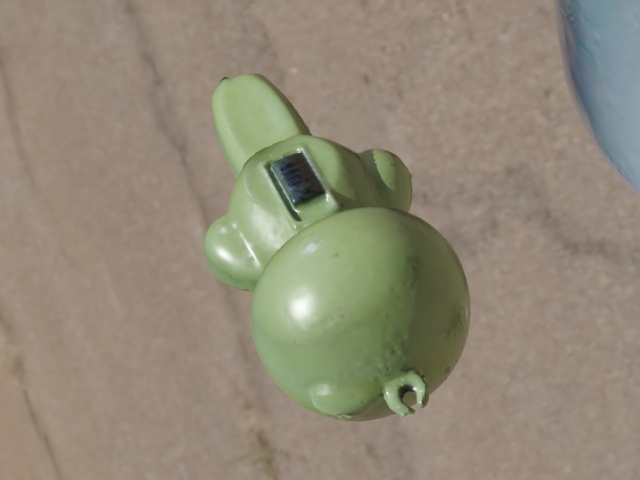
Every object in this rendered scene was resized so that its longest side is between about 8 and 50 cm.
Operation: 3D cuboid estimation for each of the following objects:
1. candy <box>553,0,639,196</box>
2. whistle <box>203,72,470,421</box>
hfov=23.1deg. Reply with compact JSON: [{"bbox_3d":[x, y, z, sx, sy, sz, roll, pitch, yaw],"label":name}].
[{"bbox_3d":[0.152,-0.116,0.765,0.138,0.071,0.174,-104,0,-55],"label":"candy"},{"bbox_3d":[0.003,0.008,0.979,0.294,0.141,0.141,-120,27,-54],"label":"whistle"}]
